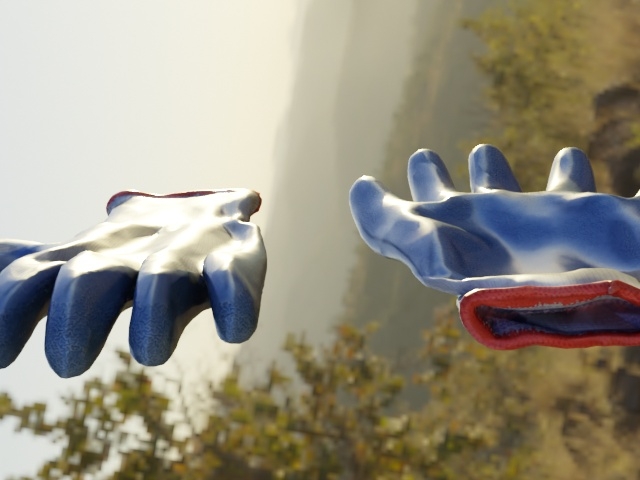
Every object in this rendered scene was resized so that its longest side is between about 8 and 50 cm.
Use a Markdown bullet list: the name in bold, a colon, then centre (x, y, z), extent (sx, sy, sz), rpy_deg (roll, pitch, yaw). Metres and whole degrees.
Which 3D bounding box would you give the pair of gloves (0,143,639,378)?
- **pair of gloves**: centre (0.000, 0.000, 0.409), extent (0.159, 0.198, 0.023), rpy_deg (-79, -14, -77)
